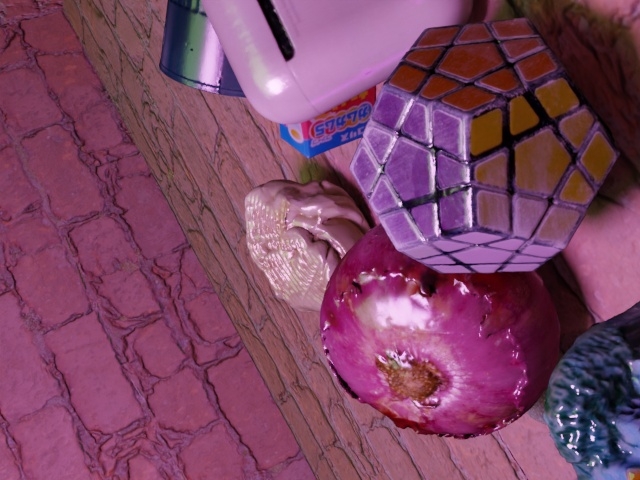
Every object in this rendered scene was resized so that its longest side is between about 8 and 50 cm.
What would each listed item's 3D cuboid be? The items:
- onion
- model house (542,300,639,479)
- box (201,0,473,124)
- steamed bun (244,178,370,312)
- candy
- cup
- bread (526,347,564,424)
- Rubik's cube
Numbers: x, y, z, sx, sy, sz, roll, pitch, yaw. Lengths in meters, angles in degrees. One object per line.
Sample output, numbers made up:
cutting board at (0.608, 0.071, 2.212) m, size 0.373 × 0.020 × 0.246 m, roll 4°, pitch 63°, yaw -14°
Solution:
onion at (0.193, 0.116, 1.093) m, size 0.358 × 0.345 × 0.358 m, roll 36°, pitch 151°, yaw 24°
model house at (0.416, 0.185, 0.726) m, size 0.241 × 0.261 × 0.226 m, roll -10°, pitch 104°, yaw 66°
box at (0.015, -0.346, 0.995) m, size 0.289 × 0.349 × 0.141 m, roll 65°, pitch -165°, yaw -1°
steamed bun at (0.000, 0.003, 1.508) m, size 0.289 × 0.203 × 0.276 m, roll 21°, pitch 124°, yaw 39°
candy at (0.008, -0.308, 1.232) m, size 0.100 × 0.157 × 0.306 m, roll 43°, pitch 148°, yaw 40°
cup at (-0.135, -0.440, 1.286) m, size 0.242 × 0.308 × 0.292 m, roll 24°, pitch 120°, yaw 21°
bread at (0.368, 0.233, 1.155) m, size 0.112 × 0.036 × 0.193 m, roll 25°, pitch 135°, yaw 54°
Rubik's cube at (0.195, -0.106, 0.865) m, size 0.264 × 0.319 × 0.319 m, roll 29°, pitch 148°, yaw 8°
